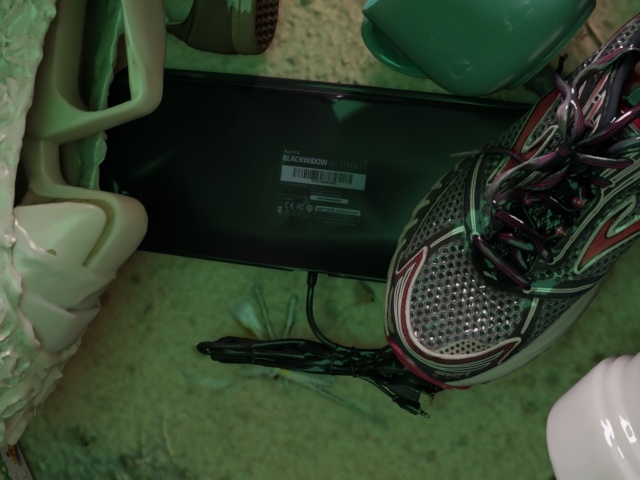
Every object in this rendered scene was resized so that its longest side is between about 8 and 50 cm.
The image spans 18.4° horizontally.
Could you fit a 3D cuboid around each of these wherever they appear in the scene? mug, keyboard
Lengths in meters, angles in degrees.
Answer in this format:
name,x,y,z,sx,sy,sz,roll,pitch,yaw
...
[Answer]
name,x,y,z,sx,sy,sz,roll,pitch,yaw
mug,0.100,-0.148,1.177,0.097,0.158,0.129,43,86,-7
keyboard,0.000,0.000,1.256,0.317,0.033,0.201,7,88,18

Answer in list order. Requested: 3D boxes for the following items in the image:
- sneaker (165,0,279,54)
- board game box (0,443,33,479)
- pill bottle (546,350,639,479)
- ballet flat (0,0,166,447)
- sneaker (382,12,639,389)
name,x,y,z,sx,sy,sz,roll,pitch,yaw
sneaker,-0.063,-0.212,1.247,0.071,0.066,0.188,5,94,18
board game box,-0.359,0.166,1.363,0.305,0.053,0.193,-27,85,17
pill bottle,0.308,0.046,1.057,0.363,0.210,0.210,-44,80,25
ballet flat,-0.167,-0.062,1.223,0.147,0.147,0.408,4,86,17
sneaker,0.144,-0.041,1.144,0.121,0.112,0.299,42,94,8
